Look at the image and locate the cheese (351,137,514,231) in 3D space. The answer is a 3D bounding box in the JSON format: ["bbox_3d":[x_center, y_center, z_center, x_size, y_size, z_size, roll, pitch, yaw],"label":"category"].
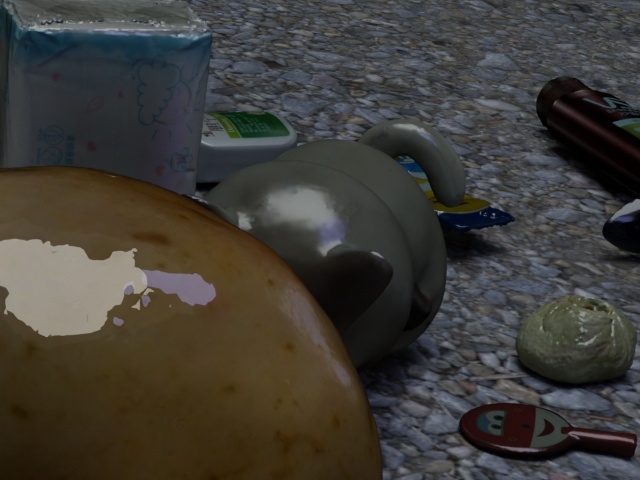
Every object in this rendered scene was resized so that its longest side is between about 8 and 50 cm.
[{"bbox_3d":[0.101,-0.058,2.214,0.177,0.069,0.270,-10,26,-38],"label":"cheese"}]

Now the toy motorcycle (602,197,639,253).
[{"bbox_3d":[0.467,-0.022,2.202,0.307,0.108,0.173,-11,18,-37],"label":"toy motorcycle"}]

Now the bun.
[{"bbox_3d":[0.242,0.088,1.868,0.115,0.069,0.115,5,20,-2],"label":"bun"}]

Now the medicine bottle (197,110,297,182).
[{"bbox_3d":[-0.126,-0.108,2.278,0.183,0.069,0.119,-4,25,-24],"label":"medicine bottle"}]

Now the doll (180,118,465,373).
[{"bbox_3d":[-0.005,0.021,1.748,0.215,0.226,0.370,23,19,10],"label":"doll"}]

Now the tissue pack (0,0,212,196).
[{"bbox_3d":[-0.218,-0.095,1.921,0.201,0.271,0.124,0,22,-16],"label":"tissue pack"}]

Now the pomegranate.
[{"bbox_3d":[-0.165,0.148,1.120,0.411,0.411,0.411,6,20,-2],"label":"pomegranate"}]

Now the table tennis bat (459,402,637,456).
[{"bbox_3d":[0.197,0.169,1.718,0.155,0.019,0.098,7,20,9],"label":"table tennis bat"}]

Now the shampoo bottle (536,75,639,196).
[{"bbox_3d":[0.375,-0.128,2.473,0.129,0.084,0.323,2,20,-22],"label":"shampoo bottle"}]
